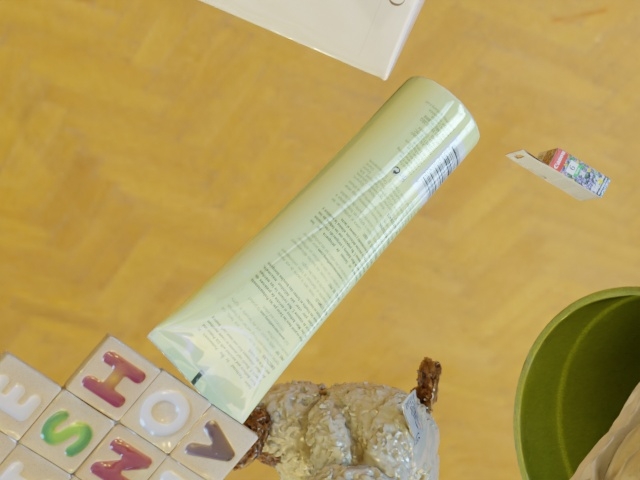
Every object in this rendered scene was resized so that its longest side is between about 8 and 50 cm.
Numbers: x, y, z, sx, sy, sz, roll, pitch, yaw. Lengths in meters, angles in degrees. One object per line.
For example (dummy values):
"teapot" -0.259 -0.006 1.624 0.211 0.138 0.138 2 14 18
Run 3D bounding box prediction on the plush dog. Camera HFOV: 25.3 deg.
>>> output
"plush dog" 0.012 0.218 1.592 0.225 0.210 0.262 8 173 22

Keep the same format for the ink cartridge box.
"ink cartridge box" 0.285 -0.088 1.715 0.115 0.029 0.063 30 171 -10

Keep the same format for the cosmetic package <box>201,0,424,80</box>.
"cosmetic package" -0.065 -0.305 1.148 0.366 0.155 0.197 23 125 2

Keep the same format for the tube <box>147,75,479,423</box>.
"tube" 0.000 0.000 0.874 0.070 0.240 0.062 39 164 7

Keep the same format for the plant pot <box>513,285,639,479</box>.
"plant pot" 0.484 0.213 1.701 0.353 0.366 0.366 -9 158 -43

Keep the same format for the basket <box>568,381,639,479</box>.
"basket" 0.268 0.084 0.394 0.328 0.331 0.266 38 133 12

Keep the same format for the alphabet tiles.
"alphabet tiles" -0.153 0.173 0.819 0.198 0.009 0.237 39 93 -29
